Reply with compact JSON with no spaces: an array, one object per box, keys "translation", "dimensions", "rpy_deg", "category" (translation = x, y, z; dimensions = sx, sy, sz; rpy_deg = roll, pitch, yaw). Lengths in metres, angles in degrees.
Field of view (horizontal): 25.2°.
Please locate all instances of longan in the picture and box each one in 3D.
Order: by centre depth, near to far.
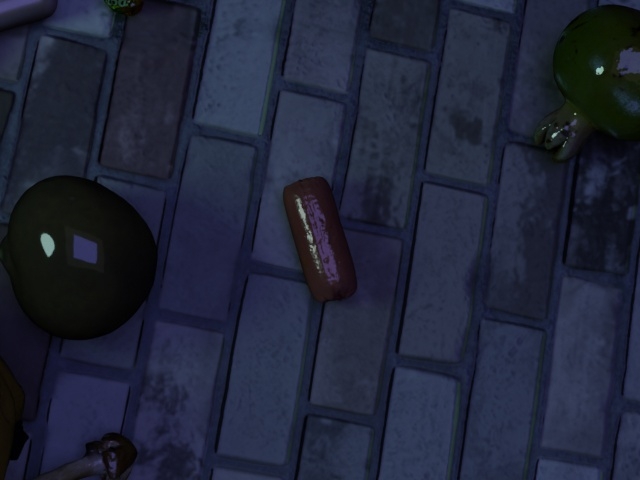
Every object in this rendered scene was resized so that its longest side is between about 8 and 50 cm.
[{"translation":[-0.271,0.018,1.613],"dimensions":[0.189,0.189,0.189],"rpy_deg":[2,80,-13],"category":"longan"}]

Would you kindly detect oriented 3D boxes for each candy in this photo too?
[{"translation":[-0.201,-0.357,1.755],"dimensions":[0.060,0.060,0.201],"rpy_deg":[35,67,-5],"category":"candy"}]

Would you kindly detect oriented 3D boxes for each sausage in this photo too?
[{"translation":[0.000,0.000,1.729],"dimensions":[0.062,0.062,0.154],"rpy_deg":[-15,85,-15],"category":"sausage"}]

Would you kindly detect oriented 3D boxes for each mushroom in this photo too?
[{"translation":[-0.280,0.268,1.590],"dimensions":[0.187,0.060,0.061],"rpy_deg":[-23,94,-44],"category":"mushroom"}]

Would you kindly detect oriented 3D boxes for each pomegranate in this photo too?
[{"translation":[0.373,-0.187,1.800],"dimensions":[0.179,0.179,0.210],"rpy_deg":[12,98,-11],"category":"pomegranate"}]

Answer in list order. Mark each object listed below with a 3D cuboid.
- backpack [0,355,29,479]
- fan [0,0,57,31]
[{"translation":[-0.506,0.189,1.505],"dimensions":[0.378,0.201,0.353],"rpy_deg":[33,86,-2],"category":"backpack"},{"translation":[-0.427,-0.261,1.667],"dimensions":[0.244,0.074,0.130],"rpy_deg":[-21,85,-16],"category":"fan"}]
